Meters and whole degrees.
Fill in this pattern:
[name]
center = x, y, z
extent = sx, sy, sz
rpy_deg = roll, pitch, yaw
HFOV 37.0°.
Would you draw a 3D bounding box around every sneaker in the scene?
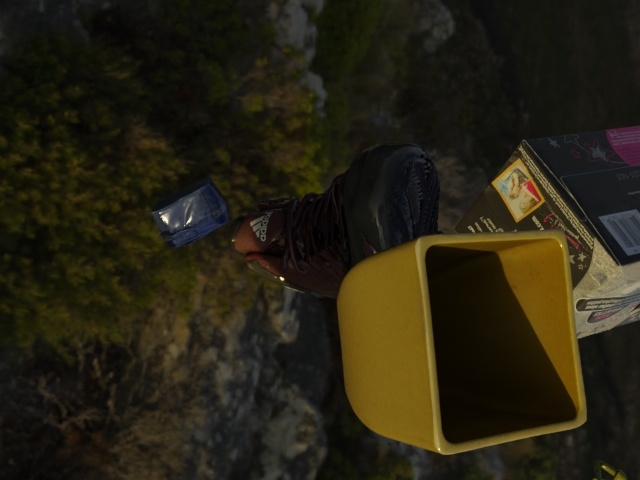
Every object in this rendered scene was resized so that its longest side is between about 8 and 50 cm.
[sneaker]
center = 0.000, 0.000, 0.691
extent = 0.281, 0.163, 0.106
rpy_deg = 62, 41, -71

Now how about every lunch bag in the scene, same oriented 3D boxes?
[lunch bag]
center = -0.169, -0.031, 1.240
extent = 0.065, 0.098, 0.067
rpy_deg = 61, 9, -15

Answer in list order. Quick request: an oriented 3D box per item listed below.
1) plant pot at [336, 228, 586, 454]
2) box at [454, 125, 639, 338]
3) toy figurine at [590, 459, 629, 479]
[plant pot]
center = 0.050, 0.041, 0.405
extent = 0.081, 0.083, 0.081
rpy_deg = -2, 85, -34
[box]
center = 0.293, -0.008, 0.970
extent = 0.247, 0.163, 0.142
rpy_deg = -10, 147, -35
[toy figurine]
center = 0.380, 0.448, 1.112
extent = 0.362, 0.191, 0.217
rpy_deg = -58, 161, -72
